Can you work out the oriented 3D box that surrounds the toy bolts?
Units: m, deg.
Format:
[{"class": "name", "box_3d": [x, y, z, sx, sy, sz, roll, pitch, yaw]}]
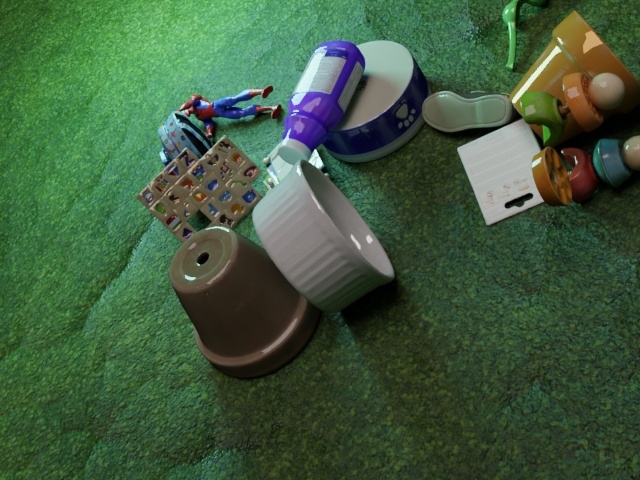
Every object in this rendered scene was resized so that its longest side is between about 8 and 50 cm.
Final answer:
[{"class": "toy bolts", "box_3d": [0.459, -0.148, 1.549, 0.158, 0.228, 0.218, -20, 51, 32]}]

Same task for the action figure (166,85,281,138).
[{"class": "action figure", "box_3d": [-0.247, -0.298, 2.231, 0.280, 0.092, 0.139, 0, 39, 34]}]

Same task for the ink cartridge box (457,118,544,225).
[{"class": "ink cartridge box", "box_3d": [0.353, -0.125, 1.749, 0.145, 0.045, 0.179, -24, 63, 14]}]

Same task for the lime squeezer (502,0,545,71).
[{"class": "lime squeezer", "box_3d": [0.454, -0.493, 1.963, 0.310, 0.059, 0.110, -48, 44, -11]}]

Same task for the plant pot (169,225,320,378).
[{"class": "plant pot", "box_3d": [-0.164, 0.093, 1.760, 0.263, 0.229, 0.263, -19, 46, 20]}]

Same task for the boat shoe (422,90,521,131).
[{"class": "boat shoe", "box_3d": [0.303, -0.257, 1.861, 0.227, 0.068, 0.081, 11, 105, 48]}]

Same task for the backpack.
[{"class": "backpack", "box_3d": [-0.312, -0.206, 2.146, 0.116, 0.173, 0.158, -33, 44, 6]}]

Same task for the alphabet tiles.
[{"class": "alphabet tiles", "box_3d": [-0.251, -0.109, 2.048, 0.198, 0.009, 0.237, 44, 82, 2]}]

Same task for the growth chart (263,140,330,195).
[{"class": "growth chart", "box_3d": [-0.061, -0.149, 2.024, 0.172, 0.021, 0.237, -40, 41, 19]}]

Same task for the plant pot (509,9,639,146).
[{"class": "plant pot", "box_3d": [0.455, -0.278, 1.697, 0.188, 0.205, 0.205, -41, 41, 20]}]

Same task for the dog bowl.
[{"class": "dog bowl", "box_3d": [0.100, -0.300, 2.001, 0.264, 0.104, 0.265, -18, 47, 21]}]

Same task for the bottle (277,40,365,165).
[{"class": "bottle", "box_3d": [-0.004, -0.281, 1.909, 0.118, 0.092, 0.283, 2, 57, 36]}]

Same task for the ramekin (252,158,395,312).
[{"class": "ramekin", "box_3d": [0.000, 0.000, 1.705, 0.135, 0.277, 0.277, -39, 43, 12]}]
